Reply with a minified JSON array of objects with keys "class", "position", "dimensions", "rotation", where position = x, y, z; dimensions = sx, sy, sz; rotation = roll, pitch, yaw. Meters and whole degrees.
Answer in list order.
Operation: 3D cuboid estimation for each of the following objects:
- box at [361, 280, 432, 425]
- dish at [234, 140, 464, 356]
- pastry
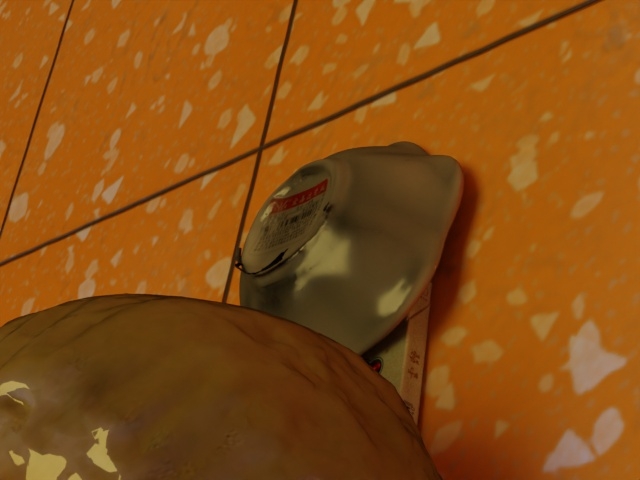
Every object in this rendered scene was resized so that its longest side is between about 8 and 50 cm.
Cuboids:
[{"class":"box","position":[0.036,0.109,1.179],"dimensions":[0.090,0.024,0.167],"rotation":[-28,43,42]},{"class":"dish","position":[0.000,0.000,1.235],"dimensions":[0.229,0.081,0.229],"rotation":[-41,26,25]},{"class":"pastry","position":[-0.088,0.209,0.996],"dimensions":[0.389,0.313,0.388],"rotation":[9,105,35]}]
